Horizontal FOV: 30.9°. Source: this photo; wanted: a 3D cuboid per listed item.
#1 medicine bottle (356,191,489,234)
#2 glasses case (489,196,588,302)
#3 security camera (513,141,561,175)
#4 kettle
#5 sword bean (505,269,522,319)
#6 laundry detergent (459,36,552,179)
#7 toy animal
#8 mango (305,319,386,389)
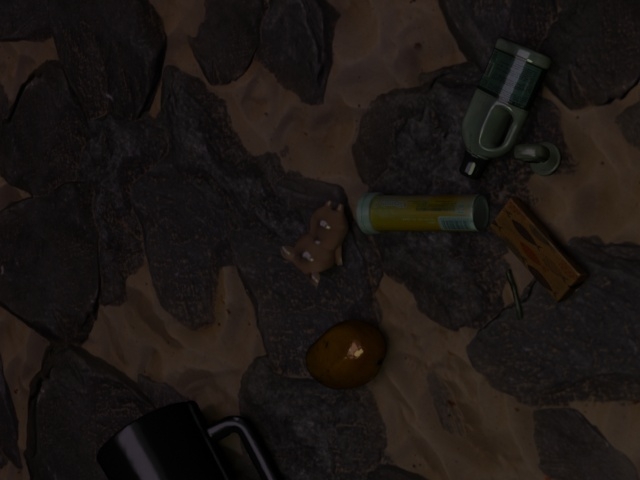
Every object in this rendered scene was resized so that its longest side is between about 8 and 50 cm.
[{"bbox_3d":[0.168,-0.045,1.911,0.218,0.074,0.074,1,88,35],"label":"medicine bottle"},{"bbox_3d":[0.341,0.013,1.797,0.170,0.041,0.064,52,127,26],"label":"glasses case"},{"bbox_3d":[0.330,-0.129,1.781,0.058,0.092,0.058,-1,87,35],"label":"security camera"},{"bbox_3d":[-0.224,0.465,2.121,0.308,0.262,0.203,56,153,22],"label":"kettle"},{"bbox_3d":[0.308,0.086,1.834,0.012,0.012,0.083,-22,73,33],"label":"sword bean"},{"bbox_3d":[0.280,-0.203,1.837,0.099,0.070,0.226,29,103,27],"label":"laundry detergent"},{"bbox_3d":[-0.003,-0.001,2.025,0.083,0.089,0.150,29,95,38],"label":"toy animal"},{"bbox_3d":[0.041,0.201,1.976,0.165,0.089,0.115,-39,64,31],"label":"mango"}]
